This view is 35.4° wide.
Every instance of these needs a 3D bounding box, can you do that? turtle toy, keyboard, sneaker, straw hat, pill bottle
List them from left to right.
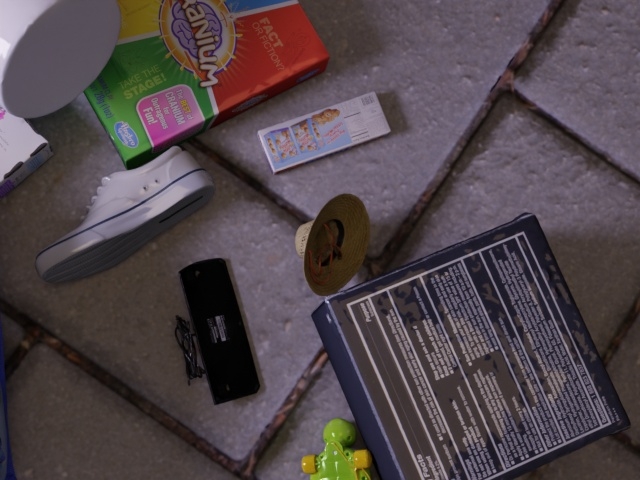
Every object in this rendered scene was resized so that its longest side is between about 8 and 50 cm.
[{"bbox_3d":[-0.448,-0.339,1.233,0.392,0.224,0.224,40,78,14],"label":"pill bottle"},{"bbox_3d":[-0.267,-0.036,1.325,0.258,0.094,0.091,-31,71,-17],"label":"sneaker"},{"bbox_3d":[-0.152,0.123,1.341,0.100,0.038,0.192,-11,81,-33],"label":"keyboard"},{"bbox_3d":[0.000,0.000,1.357,0.061,0.144,0.144,14,75,38],"label":"straw hat"},{"bbox_3d":[0.027,0.298,1.311,0.095,0.066,0.130,-8,79,15],"label":"turtle toy"}]

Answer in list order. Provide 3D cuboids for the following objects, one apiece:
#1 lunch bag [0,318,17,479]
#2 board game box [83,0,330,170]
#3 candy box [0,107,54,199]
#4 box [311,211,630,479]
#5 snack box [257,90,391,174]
[{"bbox_3d":[-0.548,0.138,1.178,0.328,0.239,0.385,-8,89,-7],"label":"lunch bag"},{"bbox_3d":[-0.183,-0.275,1.378,0.317,0.064,0.242,-29,86,-11],"label":"board game box"},{"bbox_3d":[-0.479,-0.116,1.309,0.196,0.070,0.165,-43,88,-11],"label":"candy box"},{"bbox_3d":[0.181,0.163,1.295,0.294,0.183,0.296,-21,82,-12],"label":"box"},{"bbox_3d":[0.005,-0.151,1.405,0.178,0.022,0.064,-20,85,-10],"label":"snack box"}]
